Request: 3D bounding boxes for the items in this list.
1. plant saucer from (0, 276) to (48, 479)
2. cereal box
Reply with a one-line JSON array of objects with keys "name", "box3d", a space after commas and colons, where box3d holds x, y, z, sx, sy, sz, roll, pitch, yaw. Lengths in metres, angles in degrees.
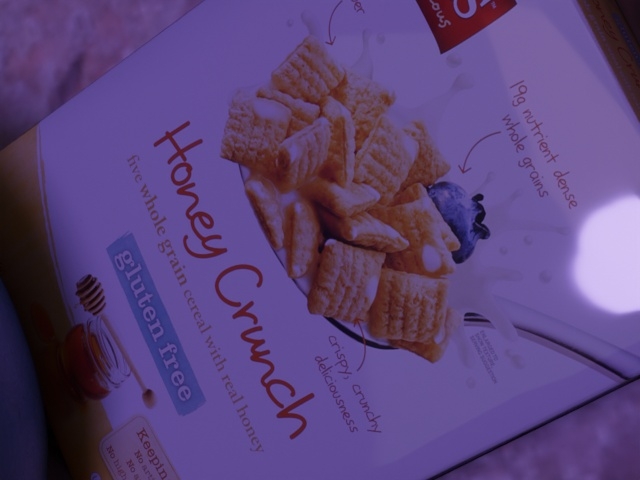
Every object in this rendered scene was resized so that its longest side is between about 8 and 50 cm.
[{"name": "plant saucer", "box3d": [-0.139, 0.046, 0.560, 0.195, 0.037, 0.195, 38, 138, 45]}, {"name": "cereal box", "box3d": [0.000, 0.000, 0.499, 0.240, 0.047, 0.173, -32, 76, 28]}]
